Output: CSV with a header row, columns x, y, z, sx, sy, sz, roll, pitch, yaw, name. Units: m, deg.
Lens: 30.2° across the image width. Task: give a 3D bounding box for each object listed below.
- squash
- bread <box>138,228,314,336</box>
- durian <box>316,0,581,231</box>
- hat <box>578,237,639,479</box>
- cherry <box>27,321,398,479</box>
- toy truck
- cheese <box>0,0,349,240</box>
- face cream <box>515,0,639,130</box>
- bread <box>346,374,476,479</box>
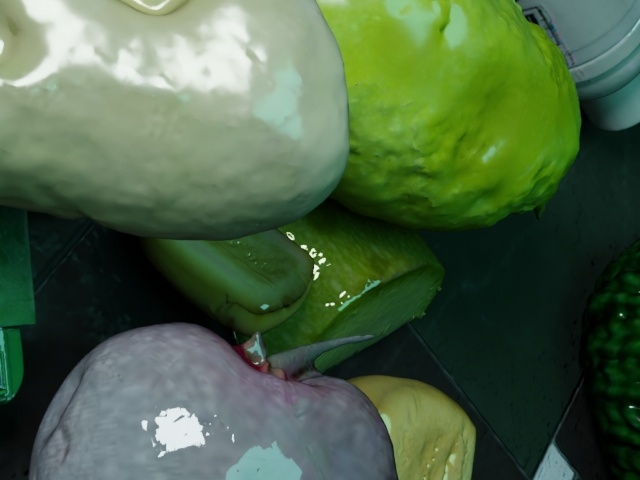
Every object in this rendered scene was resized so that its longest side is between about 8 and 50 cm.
x,y,z,sx,sy,sz,roll,pitch,yaw,name
0.017,0.001,0.850,0.192,0.085,0.184,-27,103,-42,squash
-0.063,0.018,0.777,0.115,0.056,0.082,32,42,9,bread
0.043,-0.137,0.795,0.339,0.204,0.256,48,40,-1,durian
0.407,0.117,1.017,0.242,0.332,0.274,-15,97,-40,hat
-0.063,0.150,0.688,0.213,0.183,0.266,21,72,-15,cherry
-0.208,0.026,0.658,0.079,0.065,0.147,0,83,-45,toy truck
-0.192,-0.095,0.582,0.328,0.129,0.351,-35,80,-27,cheese
0.208,-0.203,1.001,0.370,0.145,0.145,44,57,-44,face cream
0.035,0.203,0.828,0.147,0.098,0.217,24,72,-41,bread
